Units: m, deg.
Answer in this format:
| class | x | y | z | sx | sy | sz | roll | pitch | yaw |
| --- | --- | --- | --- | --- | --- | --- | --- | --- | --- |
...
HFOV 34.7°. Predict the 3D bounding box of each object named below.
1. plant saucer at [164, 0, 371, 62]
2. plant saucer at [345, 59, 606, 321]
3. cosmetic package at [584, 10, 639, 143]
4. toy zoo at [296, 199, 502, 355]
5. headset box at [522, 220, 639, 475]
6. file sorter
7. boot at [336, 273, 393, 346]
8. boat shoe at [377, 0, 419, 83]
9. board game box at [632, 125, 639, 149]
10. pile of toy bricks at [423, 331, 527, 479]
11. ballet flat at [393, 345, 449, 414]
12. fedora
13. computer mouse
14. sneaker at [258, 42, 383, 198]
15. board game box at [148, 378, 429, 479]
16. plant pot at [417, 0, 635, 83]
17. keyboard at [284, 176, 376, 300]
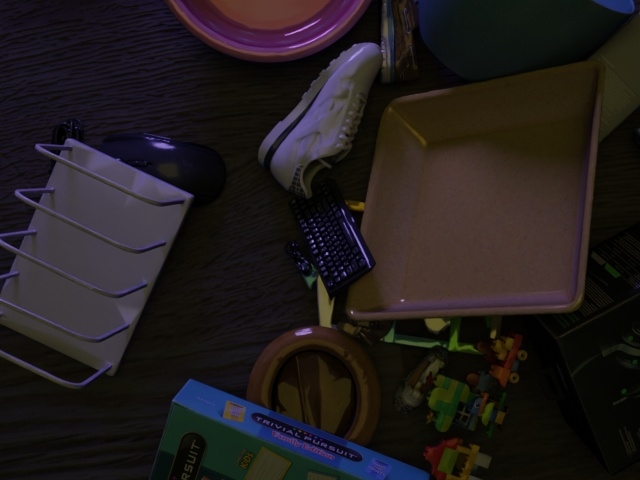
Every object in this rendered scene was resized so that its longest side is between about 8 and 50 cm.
| class | x | y | z | sx | sy | sz | roll | pitch | yaw |
| --- | --- | --- | --- | --- | --- | --- | --- | --- | --- |
| plant saucer | -0.075 | -0.415 | 1.442 | 0.331 | 0.084 | 0.332 | 0 | 95 | -5 |
| plant saucer | 0.211 | -0.045 | 1.317 | 0.332 | 0.081 | 0.333 | -6 | 64 | 38 |
| cosmetic package | 0.407 | -0.218 | 1.405 | 0.238 | 0.127 | 0.107 | -40 | 82 | -1 |
| toy zoo | 0.111 | 0.050 | 1.429 | 0.293 | 0.030 | 0.193 | 8 | 83 | 3 |
| headset box | 0.411 | 0.126 | 1.303 | 0.283 | 0.131 | 0.246 | -29 | 118 | -1 |
| file sorter | -0.324 | 0.031 | 1.348 | 0.192 | 0.173 | 0.278 | 25 | 97 | 3 |
| boot | 0.048 | 0.085 | 1.390 | 0.118 | 0.042 | 0.087 | 33 | 87 | 6 |
| boat shoe | 0.116 | -0.315 | 1.464 | 0.066 | 0.066 | 0.183 | 1 | 93 | -2 |
| board game box | 0.550 | -0.106 | 1.383 | 0.160 | 0.047 | 0.210 | -31 | 63 | 6 |
| pile of toy bricks | 0.184 | 0.208 | 1.341 | 0.105 | 0.118 | 0.212 | 21 | 88 | -3 |
| ballet flat | 0.135 | 0.193 | 1.390 | 0.041 | 0.041 | 0.114 | 35 | 103 | 6 |
| fedora | -0.008 | 0.214 | 1.387 | 0.194 | 0.079 | 0.195 | 0 | 84 | 2 |
| computer mouse | -0.274 | -0.070 | 1.445 | 0.261 | 0.060 | 0.184 | 12 | 82 | 4 |
| sneaker | 0.019 | -0.168 | 1.425 | 0.095 | 0.090 | 0.235 | 42 | 98 | 24 |
| board game box | -0.060 | 0.359 | 1.326 | 0.335 | 0.079 | 0.254 | 21 | 108 | 5 |
| plant pot | 0.242 | -0.321 | 1.373 | 0.290 | 0.290 | 0.195 | 42 | 121 | 7 |
| keyboard | 0.000 | 0.000 | 1.392 | 0.108 | 0.023 | 0.180 | -36 | 47 | 13 |
